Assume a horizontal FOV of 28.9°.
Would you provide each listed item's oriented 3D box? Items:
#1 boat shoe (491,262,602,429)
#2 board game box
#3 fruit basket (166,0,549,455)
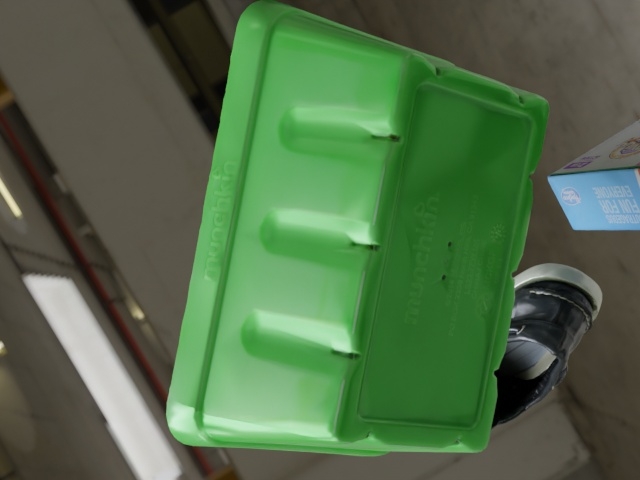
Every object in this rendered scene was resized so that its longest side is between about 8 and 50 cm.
[{"bbox_3d":[0.183,0.152,1.370,0.127,0.113,0.340,34,141,-12],"label":"boat shoe"},{"bbox_3d":[0.403,-0.113,1.164,0.064,0.316,0.242,62,165,-9],"label":"board game box"},{"bbox_3d":[0.000,0.000,1.084,0.283,0.392,0.392,11,-147,-39],"label":"fruit basket"}]
